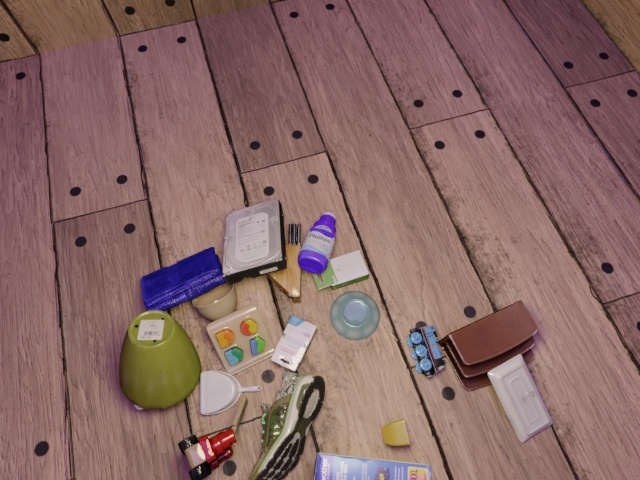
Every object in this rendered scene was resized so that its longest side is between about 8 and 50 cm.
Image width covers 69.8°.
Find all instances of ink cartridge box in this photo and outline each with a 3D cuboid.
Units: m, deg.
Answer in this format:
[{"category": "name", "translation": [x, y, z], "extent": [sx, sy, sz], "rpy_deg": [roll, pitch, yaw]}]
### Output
[{"category": "ink cartridge box", "translation": [-0.097, 0.380, 1.681], "extent": [0.104, 0.060, 0.180], "rpy_deg": [24, 68, 10]}, {"category": "ink cartridge box", "translation": [0.114, 0.744, 1.402], "extent": [0.395, 0.270, 0.151], "rpy_deg": [7, 62, 3]}, {"category": "ink cartridge box", "translation": [0.074, 0.124, 1.795], "extent": [0.209, 0.062, 0.109], "rpy_deg": [-17, 66, -7]}]

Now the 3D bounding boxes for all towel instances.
[{"category": "towel", "translation": [-0.524, 0.141, 1.738], "extent": [0.308, 0.076, 0.228], "rpy_deg": [-24, 40, -11]}]

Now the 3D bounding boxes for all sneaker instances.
[{"category": "sneaker", "translation": [-0.141, 0.628, 1.557], "extent": [0.182, 0.158, 0.410], "rpy_deg": [13, 64, 40]}]

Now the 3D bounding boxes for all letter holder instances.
[{"category": "letter holder", "translation": [0.617, 0.382, 1.630], "extent": [0.302, 0.152, 0.214], "rpy_deg": [-22, 69, -10]}]

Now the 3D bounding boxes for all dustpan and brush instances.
[{"category": "dustpan and brush", "translation": [-0.314, 0.531, 1.624], "extent": [0.211, 0.060, 0.147], "rpy_deg": [-7, 68, 4]}]

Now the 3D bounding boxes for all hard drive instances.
[{"category": "hard drive", "translation": [-0.255, -0.005, 1.769], "extent": [0.237, 0.064, 0.339], "rpy_deg": [-15, 45, 9]}]

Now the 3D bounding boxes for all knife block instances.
[{"category": "knife block", "translation": [-0.106, 0.073, 1.804], "extent": [0.275, 0.088, 0.242], "rpy_deg": [42, 73, 18]}]

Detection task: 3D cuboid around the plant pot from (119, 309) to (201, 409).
[{"category": "plant pot", "translation": [-0.541, 0.368, 1.520], "extent": [0.274, 0.293, 0.275], "rpy_deg": [6, 47, -7]}]

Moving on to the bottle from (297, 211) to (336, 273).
[{"category": "bottle", "translation": [0.000, 0.000, 1.798], "extent": [0.118, 0.092, 0.283], "rpy_deg": [18, 46, 4]}]

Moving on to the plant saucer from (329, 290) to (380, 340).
[{"category": "plant saucer", "translation": [0.132, 0.279, 1.740], "extent": [0.195, 0.037, 0.195], "rpy_deg": [0, 66, -1]}]

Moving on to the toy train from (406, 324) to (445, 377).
[{"category": "toy train", "translation": [0.386, 0.399, 1.664], "extent": [0.105, 0.080, 0.184], "rpy_deg": [-11, 66, -11]}]

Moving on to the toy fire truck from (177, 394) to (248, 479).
[{"category": "toy fire truck", "translation": [-0.323, 0.640, 1.489], "extent": [0.246, 0.217, 0.158], "rpy_deg": [-22, 67, -21]}]

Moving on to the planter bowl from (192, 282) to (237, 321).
[{"category": "planter bowl", "translation": [-0.377, 0.240, 1.702], "extent": [0.162, 0.109, 0.162], "rpy_deg": [-17, 23, 8]}]

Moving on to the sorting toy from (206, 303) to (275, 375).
[{"category": "sorting toy", "translation": [-0.284, 0.360, 1.656], "extent": [0.193, 0.038, 0.208], "rpy_deg": [-24, 100, -10]}]

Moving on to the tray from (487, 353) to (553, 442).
[{"category": "tray", "translation": [0.693, 0.543, 1.571], "extent": [0.145, 0.030, 0.270], "rpy_deg": [-26, 90, -12]}]

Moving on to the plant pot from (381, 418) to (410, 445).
[{"category": "plant pot", "translation": [0.253, 0.653, 1.550], "extent": [0.083, 0.081, 0.081], "rpy_deg": [-13, 66, 6]}]

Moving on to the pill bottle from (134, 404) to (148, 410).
[{"category": "pill bottle", "translation": [-0.615, 0.565, 1.587], "extent": [0.043, 0.083, 0.043], "rpy_deg": [0, 66, 1]}]
